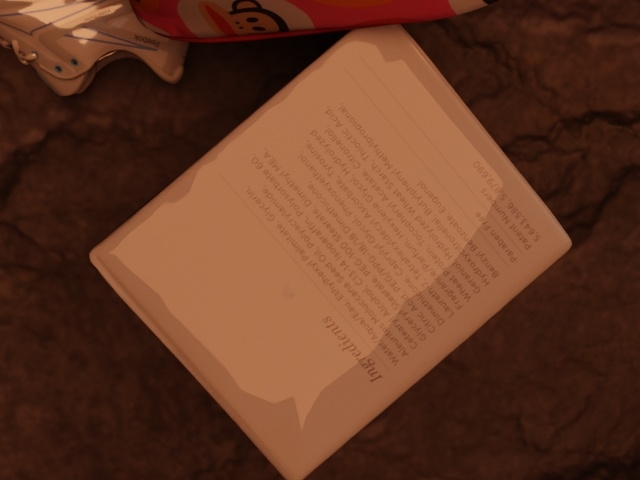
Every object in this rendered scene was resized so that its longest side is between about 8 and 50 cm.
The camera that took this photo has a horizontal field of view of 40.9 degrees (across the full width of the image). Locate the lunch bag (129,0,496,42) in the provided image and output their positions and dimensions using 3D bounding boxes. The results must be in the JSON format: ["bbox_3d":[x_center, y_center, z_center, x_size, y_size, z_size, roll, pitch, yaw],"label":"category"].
[{"bbox_3d":[0.024,-0.238,0.398,0.258,0.120,0.293,2,68,22],"label":"lunch bag"}]

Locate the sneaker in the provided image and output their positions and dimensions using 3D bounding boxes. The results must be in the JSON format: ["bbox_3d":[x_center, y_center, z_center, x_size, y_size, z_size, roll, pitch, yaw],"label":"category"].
[{"bbox_3d":[-0.164,-0.126,0.489,0.190,0.071,0.083,6,99,-6],"label":"sneaker"}]

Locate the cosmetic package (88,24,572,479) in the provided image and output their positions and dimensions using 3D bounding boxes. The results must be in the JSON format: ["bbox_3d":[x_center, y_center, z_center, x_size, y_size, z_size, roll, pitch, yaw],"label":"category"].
[{"bbox_3d":[0.000,0.000,0.472,0.183,0.151,0.151,-40,97,-3],"label":"cosmetic package"}]
